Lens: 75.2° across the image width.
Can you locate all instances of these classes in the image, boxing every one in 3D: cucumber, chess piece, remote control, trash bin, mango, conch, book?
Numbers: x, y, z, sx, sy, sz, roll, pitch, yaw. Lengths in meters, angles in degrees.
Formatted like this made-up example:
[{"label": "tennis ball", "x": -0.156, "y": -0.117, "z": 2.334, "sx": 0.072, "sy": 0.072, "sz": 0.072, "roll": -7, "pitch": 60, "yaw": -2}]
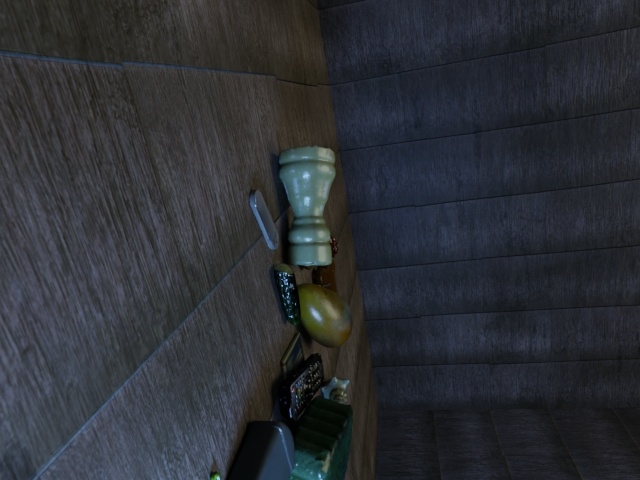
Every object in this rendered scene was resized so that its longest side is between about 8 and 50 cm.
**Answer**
[{"label": "cucumber", "x": -0.113, "y": 0.193, "z": 1.465, "sx": 0.074, "sy": 0.075, "sz": 0.241, "roll": -72, "pitch": 156, "yaw": -62}, {"label": "chess piece", "x": -0.050, "y": -0.123, "z": 1.611, "sx": 0.234, "sy": 0.234, "sz": 0.441, "roll": 9, "pitch": 80, "yaw": -77}, {"label": "remote control", "x": -0.062, "y": 0.503, "z": 1.479, "sx": 0.399, "sy": 0.062, "sz": 0.144, "roll": 4, "pitch": 80, "yaw": -75}, {"label": "trash bin", "x": -0.145, "y": 0.584, "z": 1.066, "sx": 0.236, "sy": 0.101, "sz": 0.176, "roll": -62, "pitch": 145, "yaw": -66}, {"label": "mango", "x": 0.016, "y": 0.306, "z": 1.728, "sx": 0.384, "sy": 0.199, "sz": 0.221, "roll": 57, "pitch": 34, "yaw": -39}, {"label": "conch", "x": 0.067, "y": 0.689, "z": 1.939, "sx": 0.114, "sy": 0.137, "sz": 0.233, "roll": 45, "pitch": 18, "yaw": -23}, {"label": "book", "x": -0.085, "y": 0.537, "z": 1.544, "sx": 0.228, "sy": 0.018, "sz": 0.322, "roll": -48, "pitch": 131, "yaw": -72}, {"label": "remote control", "x": -0.183, "y": -0.065, "z": 1.379, "sx": 0.244, "sy": 0.022, "sz": 0.077, "roll": 73, "pitch": 19, "yaw": -44}]

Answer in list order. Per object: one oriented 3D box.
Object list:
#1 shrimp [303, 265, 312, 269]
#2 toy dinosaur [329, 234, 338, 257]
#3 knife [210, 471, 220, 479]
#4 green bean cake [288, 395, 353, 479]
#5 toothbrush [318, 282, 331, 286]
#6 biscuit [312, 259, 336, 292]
[{"label": "shrimp", "x": -0.076, "y": 0.058, "z": 1.779, "sx": 0.187, "sy": 0.052, "sz": 0.132, "roll": 64, "pitch": 3, "yaw": -71}, {"label": "toy dinosaur", "x": 0.000, "y": 0.000, "z": 1.991, "sx": 0.432, "sy": 0.097, "sz": 0.208, "roll": 56, "pitch": 38, "yaw": -49}, {"label": "knife", "x": -0.218, "y": 0.607, "z": 0.912, "sx": 0.054, "sy": 0.015, "sz": 0.211, "roll": -35, "pitch": 119, "yaw": -67}, {"label": "green bean cake", "x": -0.017, "y": 0.703, "z": 1.326, "sx": 0.308, "sy": 0.169, "sz": 0.300, "roll": -38, "pitch": 137, "yaw": -65}, {"label": "toothbrush", "x": 0.019, "y": 0.211, "z": 1.960, "sx": 0.167, "sy": 0.011, "sz": 0.014, "roll": 1, "pitch": 76, "yaw": -70}, {"label": "biscuit", "x": 0.037, "y": 0.326, "z": 2.088, "sx": 0.283, "sy": 0.064, "sz": 0.431, "roll": -38, "pitch": 120, "yaw": -68}]
